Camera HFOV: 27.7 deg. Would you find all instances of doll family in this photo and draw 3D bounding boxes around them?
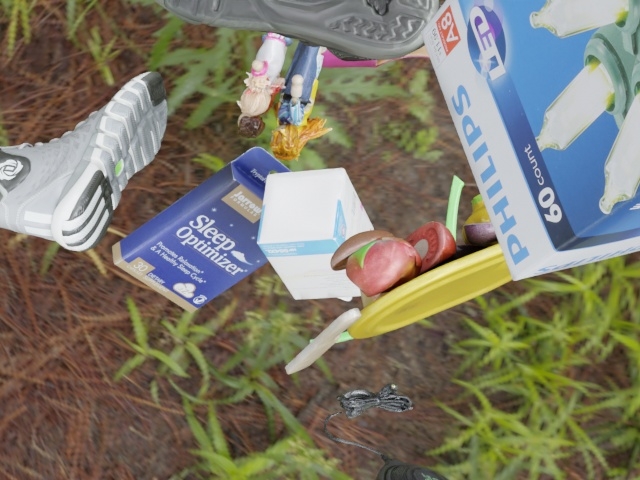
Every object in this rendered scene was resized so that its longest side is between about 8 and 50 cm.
[{"bbox_3d":[-0.034,-0.179,1.581,0.118,0.263,0.163,16,85,-2],"label":"doll family"}]

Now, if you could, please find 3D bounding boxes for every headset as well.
[{"bbox_3d":[0.112,0.384,1.783,0.185,0.243,0.394,3,56,-41],"label":"headset"}]

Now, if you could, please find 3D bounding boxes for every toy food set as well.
[{"bbox_3d":[0.071,0.011,0.933,0.218,0.128,0.071,-20,75,-22],"label":"toy food set"}]

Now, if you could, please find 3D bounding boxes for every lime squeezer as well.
[{"bbox_3d":[0.125,0.063,1.788,0.110,0.059,0.310,41,93,-6],"label":"lime squeezer"}]

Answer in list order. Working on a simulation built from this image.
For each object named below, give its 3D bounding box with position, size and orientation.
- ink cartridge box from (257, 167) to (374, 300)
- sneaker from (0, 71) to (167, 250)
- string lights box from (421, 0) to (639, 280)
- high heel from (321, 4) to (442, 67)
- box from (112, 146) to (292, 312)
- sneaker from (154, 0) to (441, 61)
[{"bbox_3d":[0.000,0.000,1.423,0.090,0.143,0.092,-4,57,18],"label":"ink cartridge box"},{"bbox_3d":[-0.232,-0.086,1.181,0.132,0.228,0.086,7,130,14],"label":"sneaker"},{"bbox_3d":[0.139,-0.090,0.499,0.077,0.259,0.133,-13,75,-23],"label":"string lights box"},{"bbox_3d":[0.177,-0.257,1.870,0.377,0.127,0.181,-14,86,4],"label":"high heel"},{"bbox_3d":[-0.116,-0.009,1.523,0.225,0.036,0.136,-35,133,20],"label":"box"},{"bbox_3d":[-0.026,-0.174,0.888,0.228,0.130,0.087,15,94,8],"label":"sneaker"}]
